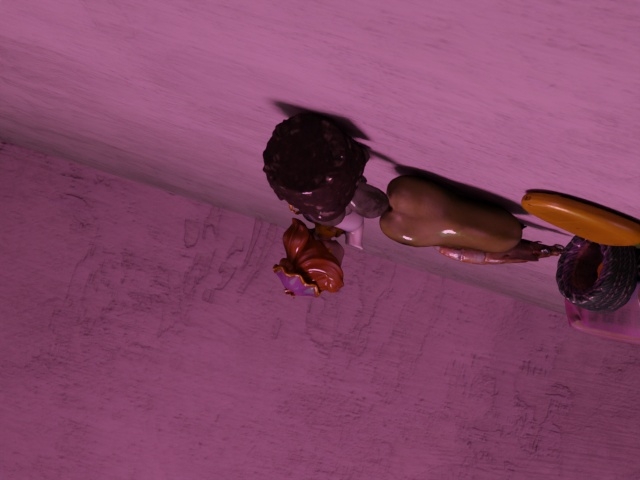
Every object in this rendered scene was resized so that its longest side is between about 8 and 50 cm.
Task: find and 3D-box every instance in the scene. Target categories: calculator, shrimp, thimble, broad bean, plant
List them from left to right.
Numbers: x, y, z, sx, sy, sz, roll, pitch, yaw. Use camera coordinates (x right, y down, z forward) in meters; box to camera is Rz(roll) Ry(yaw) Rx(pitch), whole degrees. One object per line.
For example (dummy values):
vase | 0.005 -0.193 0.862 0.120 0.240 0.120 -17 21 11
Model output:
plant | 0.009 -0.104 1.526 0.146 0.149 0.274 32 179 25
broad bean | 0.226 -0.032 1.678 0.263 0.121 0.189 17 -175 -14
shrimp | 0.326 -0.001 1.802 0.254 0.059 0.145 0 -147 -7
calculator | 0.428 -0.028 1.515 0.235 0.032 0.146 21 175 -15
thimble | 0.480 0.055 1.652 0.090 0.135 0.118 20 170 -37

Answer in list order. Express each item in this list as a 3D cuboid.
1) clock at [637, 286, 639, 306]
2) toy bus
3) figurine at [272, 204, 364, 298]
clock | 0.602 0.073 1.434 0.236 0.053 0.236 -5 -153 3
toy bus | 0.589 0.113 1.772 0.171 0.162 0.386 18 175 -13
figurine | 0.000 0.000 1.960 0.189 0.263 0.142 21 175 -18
